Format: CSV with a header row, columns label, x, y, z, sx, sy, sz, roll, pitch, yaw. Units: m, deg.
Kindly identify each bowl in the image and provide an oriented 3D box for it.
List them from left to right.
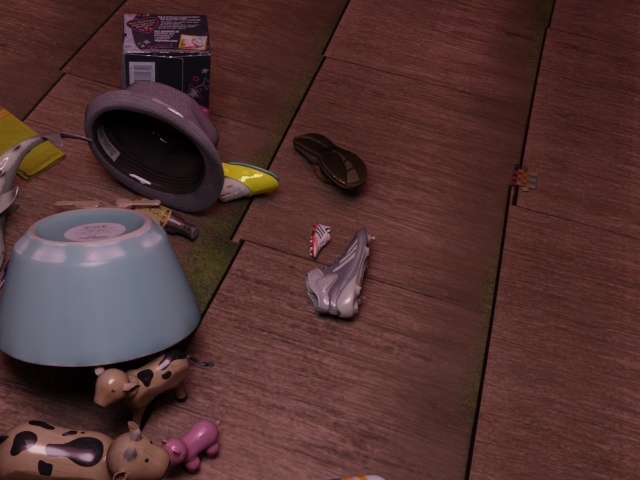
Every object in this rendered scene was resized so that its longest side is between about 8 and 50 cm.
label,x,y,z,sx,sy,sz,roll,pitch,yaw
bowl,-0.341,0.051,1.401,0.312,0.163,0.311,-2,18,1

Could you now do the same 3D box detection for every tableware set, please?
label,x,y,z,sx,sy,sz,roll,pitch,yaw
tableware set,-0.376,-0.010,1.631,0.194,0.039,0.128,-1,57,-3

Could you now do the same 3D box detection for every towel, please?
label,x,y,z,sx,sy,sz,roll,pitch,yaw
towel,-0.608,-0.206,1.777,0.237,0.021,0.102,35,51,14

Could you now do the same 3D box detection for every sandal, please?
label,x,y,z,sx,sy,sz,roll,pitch,yaw
sandal,0.015,-0.147,1.830,0.090,0.060,0.219,-16,35,-32

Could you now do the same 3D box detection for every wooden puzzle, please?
label,x,y,z,sx,sy,sz,roll,pitch,yaw
wooden puzzle,0.420,-0.128,1.912,0.049,0.006,0.083,16,44,6

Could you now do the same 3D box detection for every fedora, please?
label,x,y,z,sx,sy,sz,roll,pitch,yaw
fedora,-0.280,-0.187,1.668,0.276,0.243,0.124,25,50,-1

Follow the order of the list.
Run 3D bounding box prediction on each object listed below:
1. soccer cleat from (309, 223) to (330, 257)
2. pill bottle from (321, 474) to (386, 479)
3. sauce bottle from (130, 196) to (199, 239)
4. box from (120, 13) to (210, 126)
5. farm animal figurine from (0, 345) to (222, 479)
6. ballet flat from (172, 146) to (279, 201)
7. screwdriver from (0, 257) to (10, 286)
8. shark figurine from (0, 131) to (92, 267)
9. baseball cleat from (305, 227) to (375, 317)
label,x,y,z,sx,sy,sz,roll,pitch,yaw
soccer cleat,0.000,0.000,1.694,0.036,0.029,0.083,6,40,2
pill bottle,0.023,0.389,1.216,0.272,0.152,0.152,-4,46,-14
sauce bottle,-0.279,-0.039,1.672,0.128,0.042,0.042,22,46,14
box,-0.297,-0.294,1.779,0.164,0.247,0.142,-1,44,-10
farm animal figurine,-0.285,0.283,1.253,0.327,0.172,0.330,-4,46,-14
ballet flat,-0.194,-0.115,1.754,0.231,0.077,0.077,19,66,12
screwdriver,-0.529,0.079,1.532,0.024,0.025,0.169,15,53,4
shark figurine,-0.534,-0.093,1.618,0.166,0.116,0.278,27,83,20
baseball cleat,0.033,0.047,1.623,0.110,0.072,0.205,7,40,7
